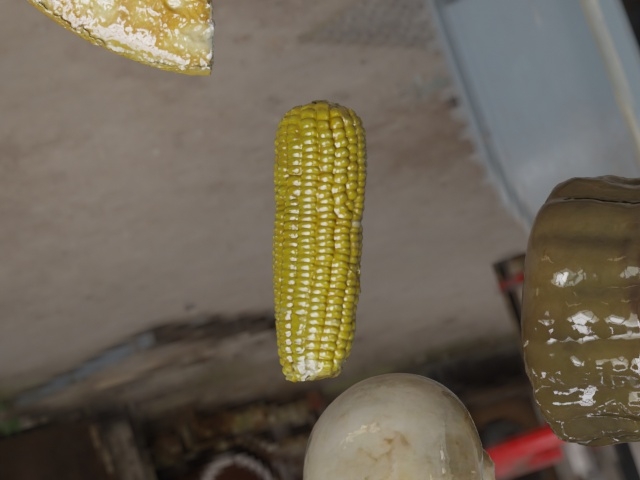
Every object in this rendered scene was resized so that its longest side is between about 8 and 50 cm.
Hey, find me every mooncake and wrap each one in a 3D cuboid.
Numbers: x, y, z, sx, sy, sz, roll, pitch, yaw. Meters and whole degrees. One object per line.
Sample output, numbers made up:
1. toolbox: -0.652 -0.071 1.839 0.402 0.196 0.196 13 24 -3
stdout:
1. mooncake: 0.366 0.080 2.041 0.187 0.324 0.324 -1 177 30

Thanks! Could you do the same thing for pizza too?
1. pizza: -0.171 -0.267 1.835 0.188 0.204 0.080 -55 -176 -3

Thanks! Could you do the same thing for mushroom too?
1. mushroom: 0.082 0.236 1.868 0.206 0.206 0.209 -23 -176 21

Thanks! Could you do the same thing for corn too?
1. corn: 0.000 0.000 1.441 0.080 0.231 0.080 0 173 0
